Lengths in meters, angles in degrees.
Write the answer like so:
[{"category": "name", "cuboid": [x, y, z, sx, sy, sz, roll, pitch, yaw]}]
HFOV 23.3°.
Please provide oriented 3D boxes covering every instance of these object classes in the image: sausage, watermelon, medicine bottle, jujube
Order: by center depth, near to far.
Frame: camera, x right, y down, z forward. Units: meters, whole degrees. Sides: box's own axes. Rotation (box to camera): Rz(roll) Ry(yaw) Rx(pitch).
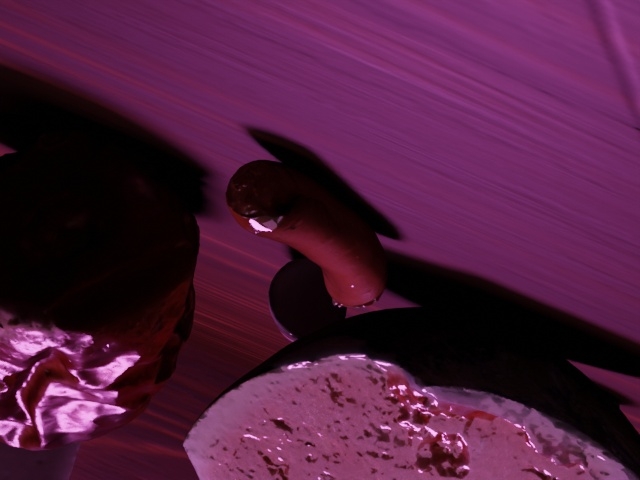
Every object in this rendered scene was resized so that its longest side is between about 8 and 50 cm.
[{"category": "sausage", "cuboid": [-0.001, -0.001, 0.815, 0.040, 0.047, 0.177, 36, 179, 27]}, {"category": "jujube", "cuboid": [-0.176, 0.029, 1.029, 0.216, 0.216, 0.342, 23, 160, -7]}, {"category": "watermelon", "cuboid": [0.079, 0.133, 1.030, 0.305, 0.180, 0.224, -10, 168, 28]}, {"category": "medicine bottle", "cuboid": [-0.009, 0.046, 1.116, 0.057, 0.057, 0.089, 21, 173, 3]}]

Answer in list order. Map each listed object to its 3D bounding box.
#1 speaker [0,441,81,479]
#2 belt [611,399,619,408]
[{"category": "speaker", "cuboid": [-0.343, 0.174, 1.647, 0.184, 0.406, 0.183, 19, 174, -11]}, {"category": "belt", "cuboid": [0.156, 0.140, 1.229, 0.151, 0.079, 0.121, 18, 172, 29]}]
